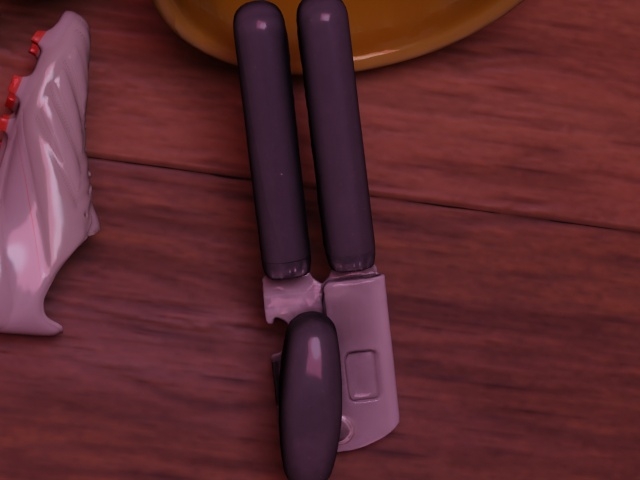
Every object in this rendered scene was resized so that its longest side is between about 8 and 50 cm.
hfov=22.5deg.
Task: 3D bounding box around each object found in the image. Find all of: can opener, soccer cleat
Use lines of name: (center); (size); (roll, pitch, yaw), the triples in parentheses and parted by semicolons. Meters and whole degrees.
can opener: (0.000, 0.000, 0.929); (0.074, 0.093, 0.280); (-7, 102, -2)
soccer cleat: (-0.162, -0.038, 0.958); (0.076, 0.068, 0.196); (17, 82, -11)

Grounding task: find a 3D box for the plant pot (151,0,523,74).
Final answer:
plant pot: (0.005, -0.264, 0.956); (0.254, 0.254, 0.239); (-6, 63, -11)
